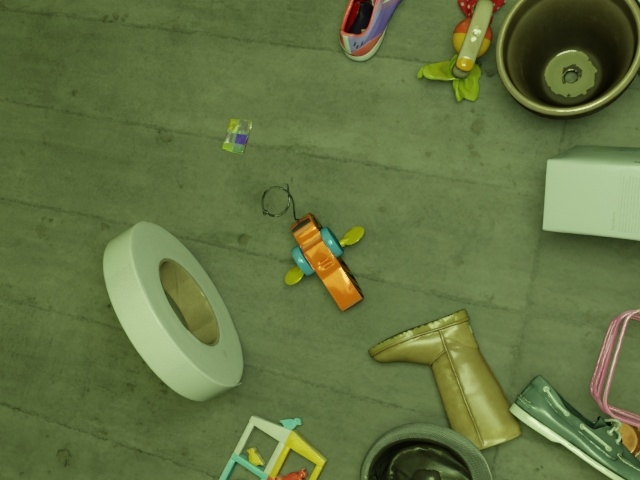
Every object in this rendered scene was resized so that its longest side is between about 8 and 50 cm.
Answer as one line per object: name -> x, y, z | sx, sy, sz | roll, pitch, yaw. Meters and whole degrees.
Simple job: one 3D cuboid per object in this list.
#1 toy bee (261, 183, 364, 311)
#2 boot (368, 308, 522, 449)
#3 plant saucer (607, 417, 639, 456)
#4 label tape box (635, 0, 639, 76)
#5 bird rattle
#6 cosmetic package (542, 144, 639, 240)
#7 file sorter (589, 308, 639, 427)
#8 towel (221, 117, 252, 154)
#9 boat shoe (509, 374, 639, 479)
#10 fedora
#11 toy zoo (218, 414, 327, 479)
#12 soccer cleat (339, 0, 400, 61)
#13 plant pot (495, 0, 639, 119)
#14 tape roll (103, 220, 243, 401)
toy bee -> 0.000, 0.000, 1.505 | 0.195, 0.162, 0.299 | -13, 104, 5
boot -> 0.246, 0.301, 1.411 | 0.236, 0.089, 0.270 | -23, 80, 15
plant saucer -> 0.579, 0.384, 1.345 | 0.083, 0.013, 0.084 | -2, 81, 15
label tape box -> 0.622, -0.464, 1.341 | 0.105, 0.240, 0.334 | -30, 75, 11
bird rattle -> 0.323, -0.421, 1.445 | 0.143, 0.207, 0.254 | 28, 99, -1
cosmetic package -> 0.551, -0.093, 1.273 | 0.224, 0.224, 0.138 | 6, 107, 32
file sorter -> 0.592, 0.233, 1.223 | 0.182, 0.290, 0.202 | 16, 86, 19
towel -> -0.199, -0.250, 1.651 | 0.060, 0.009, 0.083 | 15, 86, 16
boat shoe -> 0.517, 0.369, 1.296 | 0.319, 0.116, 0.099 | 31, 89, 17
fedora -> 0.219, 0.482, 1.368 | 0.275, 0.124, 0.244 | -7, 77, 26
toy zoo -> -0.113, 0.517, 1.504 | 0.192, 0.030, 0.293 | 28, 90, 17
soccer cleat -> 0.131, -0.562, 1.551 | 0.108, 0.116, 0.318 | 25, 89, 17
plant pot -> 0.488, -0.347, 1.356 | 0.262, 0.229, 0.263 | -2, 84, 22
tape roll -> -0.292, 0.143, 1.424 | 0.072, 0.392, 0.392 | -30, 75, 8
